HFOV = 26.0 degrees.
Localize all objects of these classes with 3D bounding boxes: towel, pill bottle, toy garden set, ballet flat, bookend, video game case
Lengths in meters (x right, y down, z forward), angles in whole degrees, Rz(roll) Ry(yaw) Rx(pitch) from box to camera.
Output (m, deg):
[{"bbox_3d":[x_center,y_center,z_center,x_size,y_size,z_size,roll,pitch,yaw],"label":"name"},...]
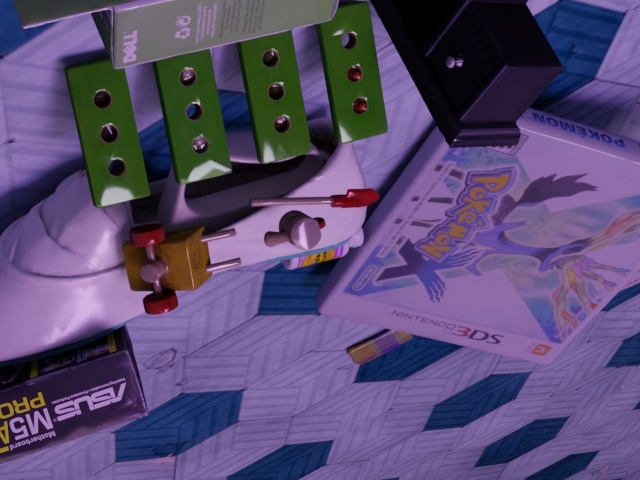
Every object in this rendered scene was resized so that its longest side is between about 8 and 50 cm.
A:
[{"bbox_3d":[0.075,0.132,1.762,0.083,0.009,0.060,-28,154,5],"label":"towel"},{"bbox_3d":[0.000,0.000,1.400,0.083,0.043,0.043,-14,153,-22],"label":"pill bottle"},{"bbox_3d":[-0.066,-0.066,1.099,0.244,0.203,0.049,-15,-162,-18],"label":"toy garden set"},{"bbox_3d":[-0.140,-0.019,1.171,0.400,0.139,0.139,-18,154,-23],"label":"ballet flat"},{"bbox_3d":[0.129,-0.178,1.039,0.072,0.157,0.156,-5,149,-37],"label":"bookend"},{"bbox_3d":[0.198,0.001,1.445,0.300,0.036,0.329,14,135,-22],"label":"video game case"}]

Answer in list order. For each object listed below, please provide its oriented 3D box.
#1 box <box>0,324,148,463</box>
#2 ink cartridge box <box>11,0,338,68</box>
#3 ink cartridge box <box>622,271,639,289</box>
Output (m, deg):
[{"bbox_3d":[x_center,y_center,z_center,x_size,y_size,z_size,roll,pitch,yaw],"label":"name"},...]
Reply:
[{"bbox_3d":[-0.267,0.126,1.205,0.216,0.060,0.270,-17,-169,-9],"label":"box"},{"bbox_3d":[-0.102,-0.178,0.887,0.209,0.109,0.062,-16,153,-18],"label":"ink cartridge box"},{"bbox_3d":[0.390,-0.014,1.687,0.127,0.072,0.175,-23,154,-5],"label":"ink cartridge box"}]
